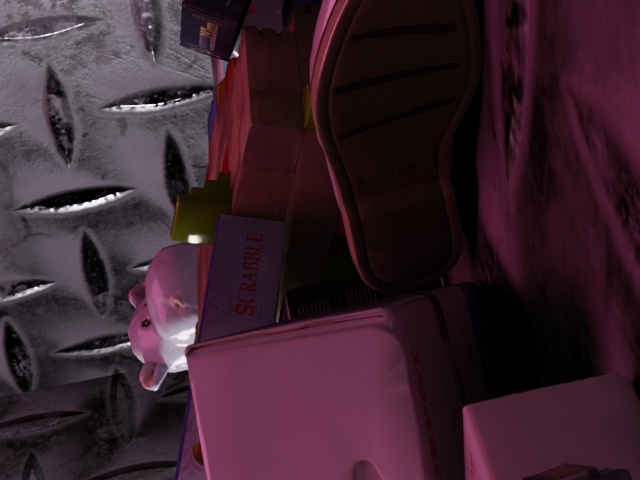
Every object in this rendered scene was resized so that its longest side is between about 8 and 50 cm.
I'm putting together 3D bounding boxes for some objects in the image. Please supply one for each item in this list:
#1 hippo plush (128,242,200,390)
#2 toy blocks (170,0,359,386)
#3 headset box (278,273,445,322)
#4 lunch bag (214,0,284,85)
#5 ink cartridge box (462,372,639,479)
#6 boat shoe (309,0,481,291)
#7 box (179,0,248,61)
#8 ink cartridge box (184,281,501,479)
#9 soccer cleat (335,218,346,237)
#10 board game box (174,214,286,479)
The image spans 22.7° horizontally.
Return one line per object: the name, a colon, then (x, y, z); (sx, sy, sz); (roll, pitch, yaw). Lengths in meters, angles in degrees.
hippo plush: (-0.108, 0.069, 1.903); (0.294, 0.236, 0.234); (108, 163, -49)
toy blocks: (-0.049, -0.076, 1.529); (0.261, 0.190, 0.381); (-96, 16, -47)
headset box: (0.049, 0.172, 1.366); (0.283, 0.131, 0.246); (104, 154, -76)
lunch bag: (-0.071, -0.247, 1.838); (0.279, 0.107, 0.224); (93, 171, -57)
ink cartridge box: (0.138, 0.195, 0.774); (0.212, 0.093, 0.154); (-104, 6, -46)
boat shoe: (0.040, -0.097, 1.066); (0.302, 0.113, 0.103); (89, 167, -49)
box: (-0.071, -0.299, 1.507); (0.183, 0.059, 0.233); (139, 150, -84)
ink cartridge box: (0.038, 0.151, 1.005); (0.307, 0.129, 0.223); (-4, -96, -75)
soccer cleat: (0.000, 0.000, 1.740); (0.143, 0.116, 0.331); (2, -106, -73)
board game box: (-0.087, 0.199, 1.377); (0.319, 0.066, 0.318); (-85, 3, -51)
